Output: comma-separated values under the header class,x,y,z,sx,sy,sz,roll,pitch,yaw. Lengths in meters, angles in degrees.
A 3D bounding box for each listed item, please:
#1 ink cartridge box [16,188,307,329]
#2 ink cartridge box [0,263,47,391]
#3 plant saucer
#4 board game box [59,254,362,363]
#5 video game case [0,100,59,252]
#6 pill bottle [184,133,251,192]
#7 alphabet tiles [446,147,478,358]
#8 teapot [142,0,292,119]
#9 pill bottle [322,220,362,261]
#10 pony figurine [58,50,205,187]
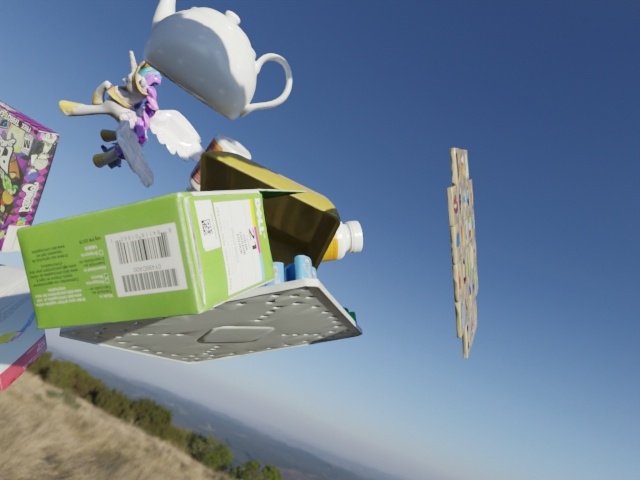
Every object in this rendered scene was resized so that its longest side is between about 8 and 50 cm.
class,x,y,z,sx,sy,sz,roll,pitch,yaw
ink cartridge box,-0.134,0.006,0.489,0.188,0.097,0.255,-8,4,22
ink cartridge box,-0.578,0.142,0.786,0.128,0.127,0.176,10,-66,2
plant saucer,-0.127,-0.061,1.105,0.332,0.081,0.333,26,-33,0
board game box,-0.148,0.142,0.793,0.389,0.050,0.390,-12,-23,10
video game case,-0.550,-0.125,0.752,0.232,0.210,0.042,29,12,18
pill bottle,-0.311,-0.196,1.345,0.121,0.216,0.121,35,18,-13
alphabet tiles,0.253,0.012,0.798,0.011,0.343,0.285,-2,9,25
teapot,-0.223,-0.387,0.953,0.252,0.187,0.256,37,5,38
pill bottle,0.000,0.000,1.419,0.245,0.136,0.136,-6,-21,-12
pony figurine,-0.573,-0.344,1.382,0.363,0.303,0.351,-12,-68,31
